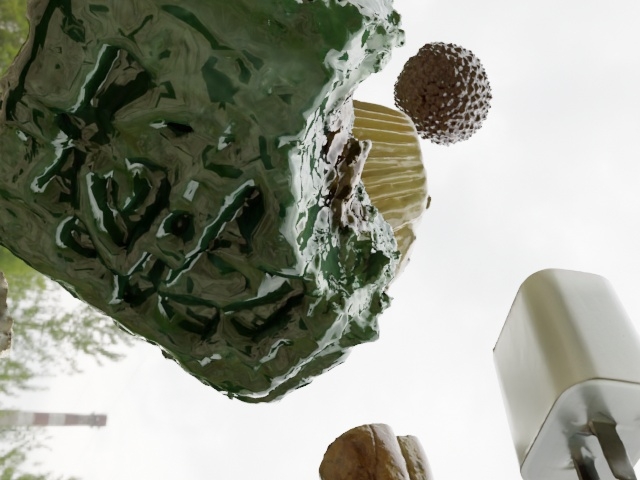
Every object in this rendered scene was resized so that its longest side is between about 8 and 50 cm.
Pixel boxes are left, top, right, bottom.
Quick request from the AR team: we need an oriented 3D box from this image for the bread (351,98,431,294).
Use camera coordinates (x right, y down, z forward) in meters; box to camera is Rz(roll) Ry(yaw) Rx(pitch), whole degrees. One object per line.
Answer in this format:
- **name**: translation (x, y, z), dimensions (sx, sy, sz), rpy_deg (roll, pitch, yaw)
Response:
- **bread**: translation (0.003, 0.005, 0.817), dimensions (0.236, 0.183, 0.389), rpy_deg (-115, -145, -58)

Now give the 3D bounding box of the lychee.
- **lychee**: translation (0.221, -0.255, 1.100), dimensions (0.188, 0.188, 0.188), rpy_deg (-18, -114, 46)

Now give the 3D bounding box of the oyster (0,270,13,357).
- **oyster**: translation (-0.340, 0.043, 0.561), dimensions (0.051, 0.103, 0.148), rpy_deg (-18, -96, 16)

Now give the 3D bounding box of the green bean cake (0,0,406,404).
- **green bean cake**: translation (-0.059, -0.054, 0.434), dimensions (0.308, 0.300, 0.169), rpy_deg (-46, -165, 34)

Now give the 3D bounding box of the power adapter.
- **power adapter**: translation (0.291, 0.180, 0.702), dimensions (0.255, 0.124, 0.187), rpy_deg (-83, -179, -55)

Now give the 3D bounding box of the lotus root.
- **lotus root**: translation (0.109, 0.413, 0.979), dimensions (0.180, 0.188, 0.199), rpy_deg (-133, -143, -61)
